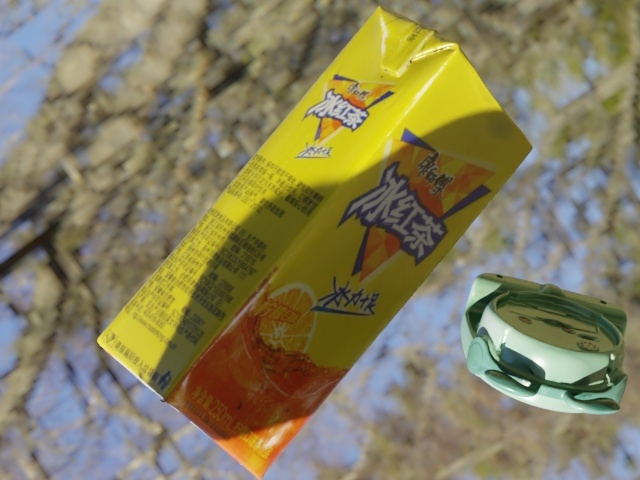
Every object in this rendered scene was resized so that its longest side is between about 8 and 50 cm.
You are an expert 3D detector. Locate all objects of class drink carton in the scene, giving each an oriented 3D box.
[{"bbox_3d":[0.000,0.000,1.548,0.111,0.351,0.154,35,172,43],"label":"drink carton"}]

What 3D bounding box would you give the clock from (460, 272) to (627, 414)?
[{"bbox_3d":[0.202,0.097,1.721,0.148,0.060,0.188,14,-159,-4],"label":"clock"}]
